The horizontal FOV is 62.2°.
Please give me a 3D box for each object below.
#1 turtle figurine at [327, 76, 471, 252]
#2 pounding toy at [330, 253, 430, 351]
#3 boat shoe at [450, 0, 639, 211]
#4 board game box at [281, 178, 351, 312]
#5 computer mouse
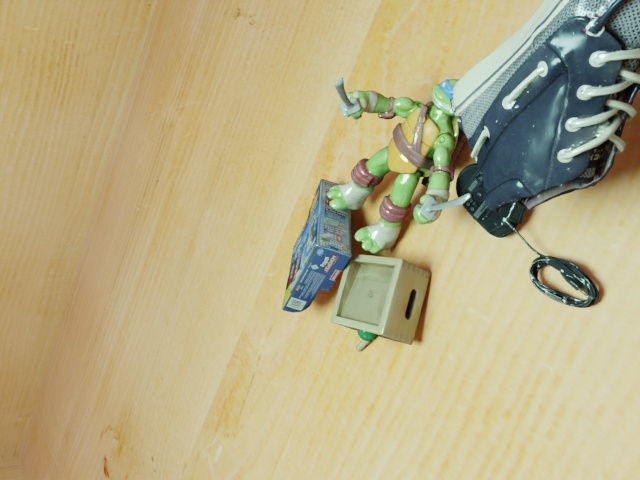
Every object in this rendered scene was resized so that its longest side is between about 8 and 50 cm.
[{"bbox_3d":[0.084,-0.102,0.738,0.275,0.197,0.266,-60,0,-44],"label":"turtle figurine"},{"bbox_3d":[0.088,0.104,0.810,0.130,0.100,0.141,5,75,50],"label":"pounding toy"},{"bbox_3d":[0.247,-0.140,0.462,0.340,0.127,0.158,133,128,-68],"label":"boat shoe"},{"bbox_3d":[0.000,0.000,0.915,0.194,0.060,0.194,119,165,-48],"label":"board game box"},{"bbox_3d":[0.257,-0.012,0.671,0.071,0.041,0.242,-55,52,33],"label":"computer mouse"}]
